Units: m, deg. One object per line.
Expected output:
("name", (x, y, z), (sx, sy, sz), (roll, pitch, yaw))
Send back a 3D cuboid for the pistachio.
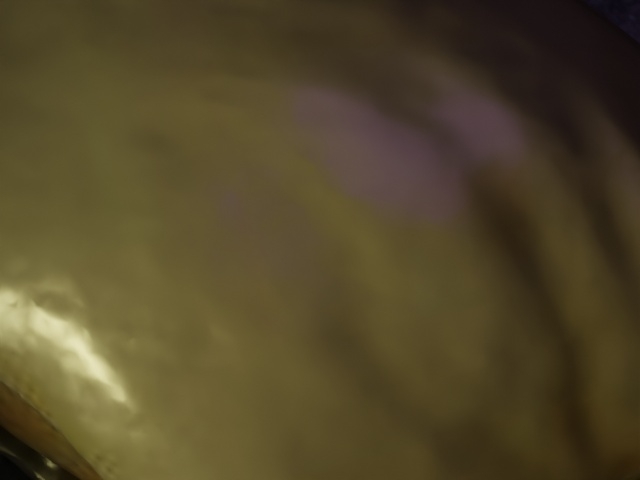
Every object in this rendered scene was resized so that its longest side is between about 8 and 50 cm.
("pistachio", (0.000, 0.000, 0.709), (0.446, 0.281, 0.365), (15, 66, -7))
